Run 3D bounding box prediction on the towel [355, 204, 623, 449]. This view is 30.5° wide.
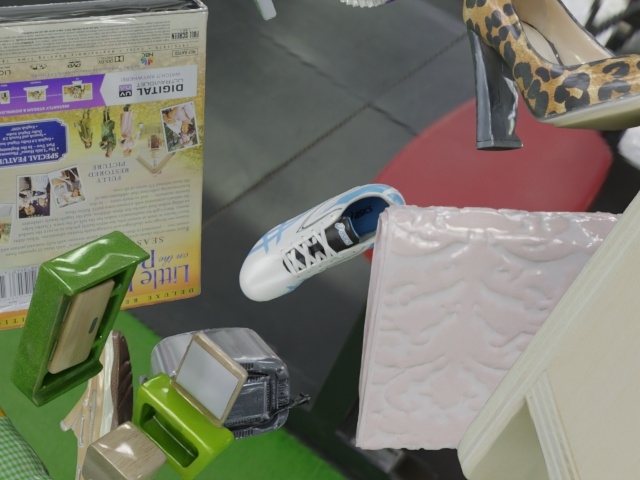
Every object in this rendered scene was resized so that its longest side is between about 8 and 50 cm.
[{"bbox_3d":[0.209,0.098,1.240,0.332,0.317,0.053,1,37,-7],"label":"towel"}]

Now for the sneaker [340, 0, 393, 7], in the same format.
[{"bbox_3d":[0.054,-0.365,1.423,0.146,0.102,0.293,-19,31,-21],"label":"sneaker"}]

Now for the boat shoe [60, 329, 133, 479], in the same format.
[{"bbox_3d":[-0.238,0.189,1.227,0.072,0.068,0.190,-1,83,8],"label":"boat shoe"}]

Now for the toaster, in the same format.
[{"bbox_3d":[-0.143,0.204,1.697,0.227,0.129,0.146,-8,25,-20],"label":"toaster"}]

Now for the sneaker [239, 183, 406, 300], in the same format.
[{"bbox_3d":[0.000,0.000,1.484,0.237,0.086,0.085,-31,95,-2],"label":"sneaker"}]

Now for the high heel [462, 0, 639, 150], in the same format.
[{"bbox_3d":[0.208,-0.181,0.956,0.093,0.261,0.186,1,85,-32],"label":"high heel"}]

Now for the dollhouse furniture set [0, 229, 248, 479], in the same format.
[{"bbox_3d":[-0.218,0.149,0.948,0.197,0.151,0.301,39,36,16],"label":"dollhouse furniture set"}]

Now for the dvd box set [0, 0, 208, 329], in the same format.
[{"bbox_3d":[-0.298,-0.093,1.484,0.308,0.420,0.062,-10,33,-22],"label":"dvd box set"}]

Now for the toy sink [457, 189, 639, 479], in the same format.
[{"bbox_3d":[0.162,0.065,0.360,0.153,0.234,0.131,6,48,-19],"label":"toy sink"}]

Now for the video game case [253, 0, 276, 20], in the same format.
[{"bbox_3d":[-0.135,-0.452,1.711,0.023,0.212,0.193,-27,54,-2],"label":"video game case"}]
